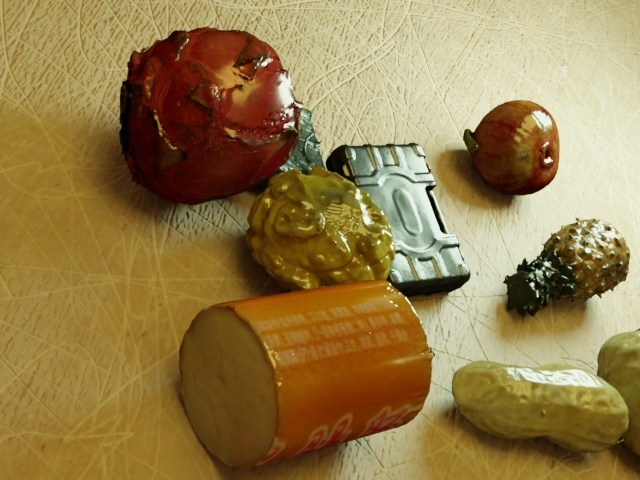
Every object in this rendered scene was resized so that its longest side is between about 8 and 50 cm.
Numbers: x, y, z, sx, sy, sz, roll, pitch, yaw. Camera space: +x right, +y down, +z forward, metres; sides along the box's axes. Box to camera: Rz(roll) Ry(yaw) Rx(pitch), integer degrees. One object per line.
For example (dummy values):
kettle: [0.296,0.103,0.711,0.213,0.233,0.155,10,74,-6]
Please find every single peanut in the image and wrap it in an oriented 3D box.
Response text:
peanut: [0.610,0.320,1.967,0.192,0.169,0.387,-16,60,-36]
peanut: [0.355,0.265,1.882,0.313,0.149,0.149,8,46,-21]

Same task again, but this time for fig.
fig: [0.380,-0.188,2.318,0.205,0.205,0.205,18,42,-18]

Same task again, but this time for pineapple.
pineapple: [0.442,0.065,2.146,0.278,0.158,0.158,-25,66,-32]

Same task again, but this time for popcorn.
popcorn: [0.000,0.000,1.853,0.250,0.190,0.250,8,42,-7]

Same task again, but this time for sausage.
sausage: [-0.022,0.184,1.637,0.287,0.233,0.233,-6,54,-38]

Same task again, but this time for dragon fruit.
dragon fruit: [-0.184,-0.205,1.857,0.301,0.296,0.296,-21,56,-1]

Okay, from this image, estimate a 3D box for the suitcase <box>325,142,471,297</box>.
suitcase: [0.136,-0.038,2.038,0.206,0.066,0.286,-5,67,-36]

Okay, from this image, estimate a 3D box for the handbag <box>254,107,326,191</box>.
handbag: [-0.061,-0.165,2.076,0.175,0.089,0.270,17,42,-31]

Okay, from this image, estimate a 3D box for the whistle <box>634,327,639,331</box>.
whistle: [0.738,0.231,2.180,0.347,0.189,0.189,6,43,1]
